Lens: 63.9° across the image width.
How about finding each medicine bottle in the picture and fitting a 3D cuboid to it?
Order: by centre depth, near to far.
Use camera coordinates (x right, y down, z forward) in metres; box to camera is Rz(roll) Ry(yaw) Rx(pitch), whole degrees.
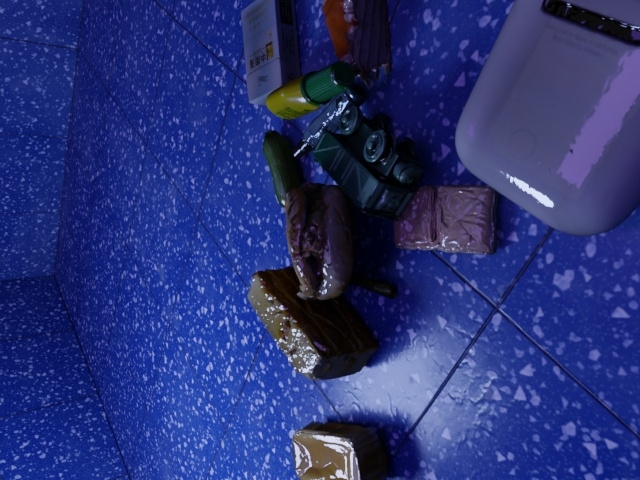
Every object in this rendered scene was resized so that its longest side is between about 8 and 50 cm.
[{"bbox_3d":[-0.020,-0.316,1.094,0.309,0.111,0.076,9,105,64],"label":"medicine bottle"}]

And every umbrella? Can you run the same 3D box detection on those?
[{"bbox_3d":[0.010,-0.261,1.156,0.250,0.053,0.052,-35,69,44],"label":"umbrella"}]

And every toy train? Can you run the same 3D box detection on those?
[{"bbox_3d":[0.088,-0.164,1.005,0.154,0.115,0.269,-60,43,23],"label":"toy train"}]

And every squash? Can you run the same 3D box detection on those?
[{"bbox_3d":[-0.095,-0.180,1.279,0.077,0.068,0.219,-40,63,50],"label":"squash"}]

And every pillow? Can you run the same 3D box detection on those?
[{"bbox_3d":[0.218,-0.040,0.943,0.232,0.043,0.126,5,93,52],"label":"pillow"}]

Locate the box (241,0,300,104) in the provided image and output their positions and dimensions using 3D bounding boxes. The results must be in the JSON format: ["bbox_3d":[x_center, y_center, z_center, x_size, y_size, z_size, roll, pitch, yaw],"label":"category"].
[{"bbox_3d":[-0.125,-0.478,1.284,0.155,0.067,0.242,-7,88,52],"label":"box"}]

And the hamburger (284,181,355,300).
[{"bbox_3d":[0.000,0.000,1.073,0.286,0.146,0.243,-100,8,-55],"label":"hamburger"}]

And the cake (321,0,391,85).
[{"bbox_3d":[0.077,-0.444,1.021,0.135,0.098,0.287,-30,71,48],"label":"cake"}]

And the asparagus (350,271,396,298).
[{"bbox_3d":[0.096,0.091,1.107,0.165,0.036,0.030,16,96,49],"label":"asparagus"}]

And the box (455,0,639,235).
[{"bbox_3d":[0.348,-0.202,0.689,0.288,0.141,0.349,47,127,38],"label":"box"}]

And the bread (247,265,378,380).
[{"bbox_3d":[-0.023,0.175,1.146,0.274,0.185,0.114,47,121,37],"label":"bread"}]

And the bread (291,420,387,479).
[{"bbox_3d":[0.043,0.487,1.158,0.241,0.107,0.136,-20,76,49],"label":"bread"}]
